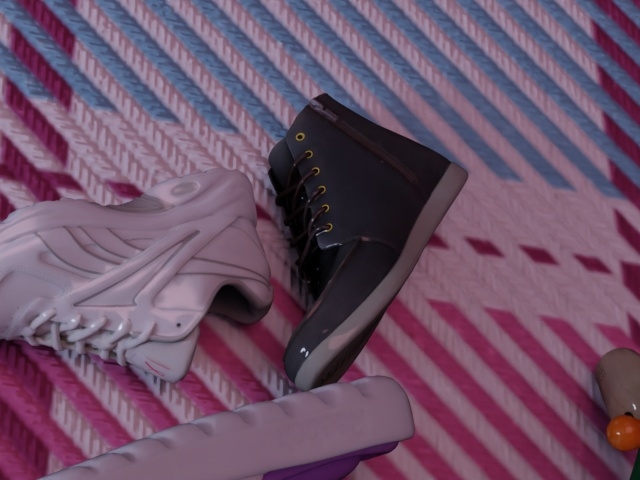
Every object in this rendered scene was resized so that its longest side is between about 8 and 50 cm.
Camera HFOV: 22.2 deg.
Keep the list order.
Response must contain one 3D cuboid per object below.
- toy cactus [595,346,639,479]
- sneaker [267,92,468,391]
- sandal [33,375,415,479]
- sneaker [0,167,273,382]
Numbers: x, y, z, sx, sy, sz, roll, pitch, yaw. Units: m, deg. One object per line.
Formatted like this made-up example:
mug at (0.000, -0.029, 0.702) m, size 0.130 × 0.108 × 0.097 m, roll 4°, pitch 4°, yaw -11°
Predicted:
toy cactus at (0.207, 0.125, 1.005) m, size 0.112 × 0.219 × 0.180 m, roll -7°, pitch 24°, yaw -9°
sneaker at (0.000, 0.000, 1.023) m, size 0.118 × 0.083 × 0.222 m, roll 32°, pitch 42°, yaw 3°
sandal at (-0.106, 0.163, 0.829) m, size 0.416 × 0.169 × 0.102 m, roll -16°, pitch 80°, yaw -33°
sneaker at (-0.122, 0.034, 0.949) m, size 0.232 × 0.090 × 0.115 m, roll -17°, pitch 74°, yaw -28°
